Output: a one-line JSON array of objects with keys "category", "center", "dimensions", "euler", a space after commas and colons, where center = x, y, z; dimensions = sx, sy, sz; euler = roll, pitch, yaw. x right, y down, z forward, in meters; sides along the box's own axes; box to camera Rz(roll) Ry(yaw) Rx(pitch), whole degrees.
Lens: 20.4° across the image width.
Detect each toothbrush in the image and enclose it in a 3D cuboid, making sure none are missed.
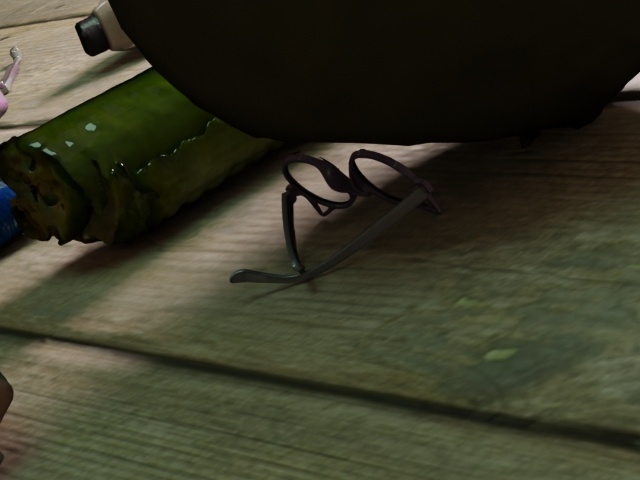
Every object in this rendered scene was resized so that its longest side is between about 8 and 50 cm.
[{"category": "toothbrush", "center": [-0.382, -0.209, 2.193], "dimensions": [0.014, 0.017, 0.194], "euler": [-28, 20, 6]}]

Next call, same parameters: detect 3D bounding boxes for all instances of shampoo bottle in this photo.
[{"category": "shampoo bottle", "center": [-0.158, -0.279, 2.003], "dimensions": [0.257, 0.078, 0.127], "euler": [-27, 23, -14]}]

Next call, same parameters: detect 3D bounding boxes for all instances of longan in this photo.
[{"category": "longan", "center": [0.058, -0.233, 1.127], "dimensions": [0.404, 0.404, 0.436], "euler": [-35, -5, -28]}]

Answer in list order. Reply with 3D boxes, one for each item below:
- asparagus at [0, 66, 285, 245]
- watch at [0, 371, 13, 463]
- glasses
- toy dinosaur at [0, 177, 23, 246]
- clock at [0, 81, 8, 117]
[{"category": "asparagus", "center": [-0.068, -0.110, 1.391], "dimensions": [0.382, 0.108, 0.128], "euler": [-32, 18, -27]}, {"category": "watch", "center": [-0.331, 0.065, 1.018], "dimensions": [0.253, 0.241, 0.162], "euler": [-29, 17, -13]}, {"category": "glasses", "center": [0.000, 0.000, 1.124], "dimensions": [0.140, 0.062, 0.104], "euler": [-2, 51, 50]}, {"category": "toy dinosaur", "center": [-0.260, -0.020, 1.441], "dimensions": [0.188, 0.075, 0.247], "euler": [-9, 17, 33]}, {"category": "clock", "center": [-0.442, -0.048, 1.564], "dimensions": [0.322, 0.113, 0.295], "euler": [-37, 2, -22]}]
